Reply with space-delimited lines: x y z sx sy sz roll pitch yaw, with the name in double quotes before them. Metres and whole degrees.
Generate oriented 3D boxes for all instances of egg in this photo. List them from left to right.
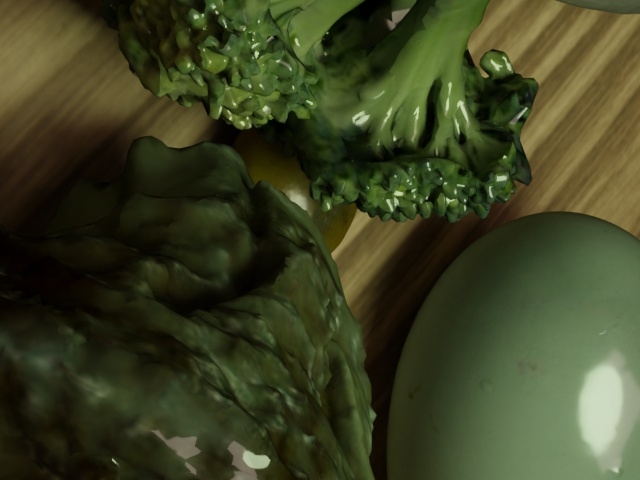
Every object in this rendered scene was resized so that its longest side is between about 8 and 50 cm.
"egg" 0.163 0.158 1.274 0.230 0.230 0.371 -10 116 -42

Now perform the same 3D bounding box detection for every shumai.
"shumai" -0.116 0.091 0.937 0.348 0.395 0.395 -56 138 -45

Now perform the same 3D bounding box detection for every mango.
"mango" -0.015 -0.054 1.143 0.103 0.076 0.161 17 84 -39

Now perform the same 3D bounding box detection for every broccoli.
"broccoli" 0.002 -0.153 0.974 0.249 0.302 0.375 -30 114 -10

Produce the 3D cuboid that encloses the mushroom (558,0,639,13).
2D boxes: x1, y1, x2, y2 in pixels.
"mushroom" 0.211 -0.230 1.284 0.351 0.097 0.109 2 102 -42
